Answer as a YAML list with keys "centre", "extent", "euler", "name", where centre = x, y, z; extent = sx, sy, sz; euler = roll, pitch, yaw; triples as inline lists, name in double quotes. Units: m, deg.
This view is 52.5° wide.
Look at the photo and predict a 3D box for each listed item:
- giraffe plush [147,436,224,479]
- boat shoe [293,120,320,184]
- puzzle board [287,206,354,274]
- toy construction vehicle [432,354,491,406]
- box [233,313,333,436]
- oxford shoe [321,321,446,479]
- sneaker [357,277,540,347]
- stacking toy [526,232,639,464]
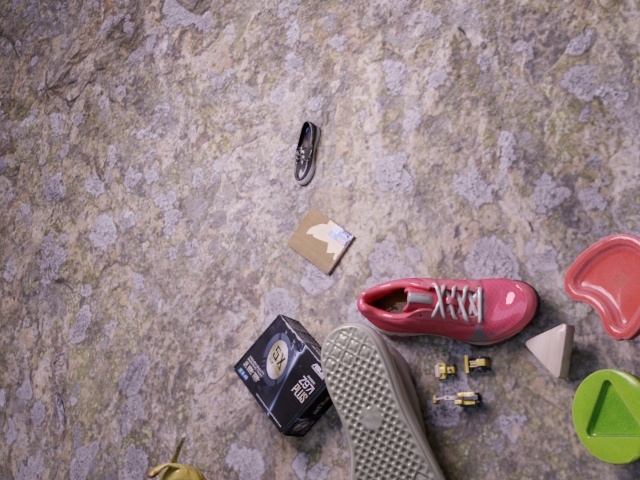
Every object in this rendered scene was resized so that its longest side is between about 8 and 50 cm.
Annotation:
- centre: [-0.225, 0.501, 1.209]
  extent: [0.170, 0.181, 0.210]
  euler: [22, 102, 23]
  name: "giraffe plush"
- centre: [-0.036, -0.192, 1.410]
  extent: [0.049, 0.040, 0.142]
  euler: [3, 74, 31]
  name: "boat shoe"
- centre: [0.000, 0.000, 1.340]
  extent: [0.128, 0.011, 0.096]
  euler: [36, 91, 34]
  name: "puzzle board"
- centre: [0.237, 0.238, 1.100]
  extent: [0.098, 0.035, 0.086]
  euler: [-7, 69, 28]
  name: "toy construction vehicle"
- centre: [-0.056, 0.258, 1.241]
  extent: [0.147, 0.077, 0.180]
  euler: [-49, 56, 6]
  name: "box"
- centre: [0.119, 0.353, 1.081]
  extent: [0.169, 0.130, 0.449]
  euler: [-21, 74, 18]
  name: "oxford shoe"
- centre: [0.205, 0.118, 1.101]
  extent: [0.314, 0.136, 0.116]
  euler: [-6, 71, 29]
  name: "sneaker"
- centre: [0.480, 0.164, 0.950]
  extent: [0.279, 0.130, 0.309]
  euler: [-59, 35, 32]
  name: "stacking toy"
